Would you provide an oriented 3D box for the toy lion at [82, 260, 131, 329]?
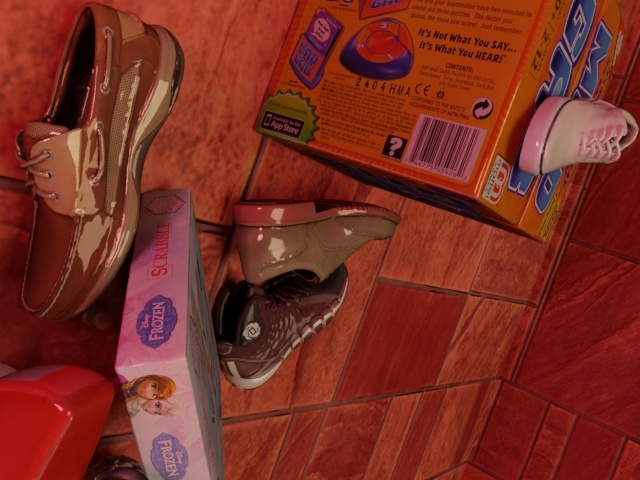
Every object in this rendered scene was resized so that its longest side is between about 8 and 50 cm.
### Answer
[{"bbox_3d":[-0.257,0.053,0.799,0.100,0.034,0.096,-24,120,-48],"label":"toy lion"}]

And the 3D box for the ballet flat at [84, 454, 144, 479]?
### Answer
[{"bbox_3d":[-0.325,0.366,0.824,0.241,0.077,0.091,-39,130,-44],"label":"ballet flat"}]

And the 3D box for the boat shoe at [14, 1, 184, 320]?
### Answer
[{"bbox_3d":[-0.249,-0.085,0.662,0.120,0.122,0.324,23,81,-52],"label":"boat shoe"}]

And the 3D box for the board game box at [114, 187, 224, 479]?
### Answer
[{"bbox_3d":[-0.163,0.152,0.768,0.065,0.318,0.319,-7,122,-6],"label":"board game box"}]

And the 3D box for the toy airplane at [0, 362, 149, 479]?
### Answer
[{"bbox_3d":[-0.368,0.251,0.588,0.384,0.272,0.386,-35,172,-26],"label":"toy airplane"}]

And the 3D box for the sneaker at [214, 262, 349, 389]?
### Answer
[{"bbox_3d":[-0.064,0.092,1.033,0.281,0.106,0.163,-49,140,-26],"label":"sneaker"}]

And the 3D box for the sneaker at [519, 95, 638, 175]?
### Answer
[{"bbox_3d":[0.335,-0.136,0.825,0.258,0.091,0.094,-27,130,-45],"label":"sneaker"}]

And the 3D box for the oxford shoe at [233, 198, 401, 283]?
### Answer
[{"bbox_3d":[0.000,0.000,1.039,0.348,0.123,0.130,-3,97,-44],"label":"oxford shoe"}]

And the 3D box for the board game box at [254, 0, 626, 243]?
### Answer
[{"bbox_3d":[0.192,-0.240,0.974,0.356,0.356,0.356,16,95,-57],"label":"board game box"}]
